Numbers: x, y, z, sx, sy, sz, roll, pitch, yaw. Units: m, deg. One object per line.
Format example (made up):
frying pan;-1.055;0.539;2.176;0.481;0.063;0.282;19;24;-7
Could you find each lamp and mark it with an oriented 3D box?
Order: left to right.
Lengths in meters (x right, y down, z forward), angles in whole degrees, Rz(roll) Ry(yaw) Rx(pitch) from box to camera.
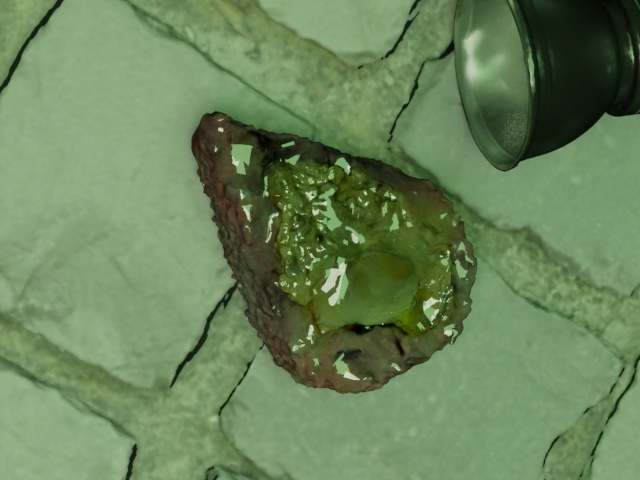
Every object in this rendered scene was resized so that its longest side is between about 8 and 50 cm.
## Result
lamp;0.231;-0.140;1.268;0.227;0.172;0.147;-10;96;-14

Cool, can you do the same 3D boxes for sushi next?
sushi;0.018;-0.006;1.250;0.161;0.107;0.241;-26;101;-17
